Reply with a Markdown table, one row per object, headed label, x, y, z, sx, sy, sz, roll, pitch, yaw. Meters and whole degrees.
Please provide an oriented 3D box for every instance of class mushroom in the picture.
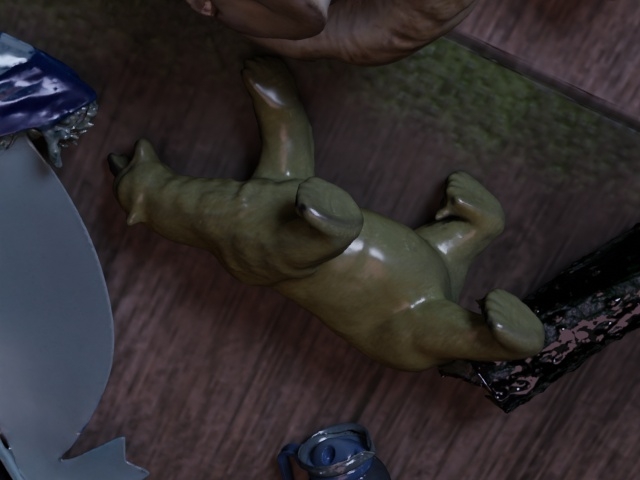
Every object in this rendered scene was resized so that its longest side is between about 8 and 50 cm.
| label | x | y | z | sx | sy | sz | roll | pitch | yaw |
| --- | --- | --- | --- | --- | --- | --- | --- | --- | --- |
| mushroom | -0.003 | -0.138 | 0.523 | 0.166 | 0.166 | 0.127 | 29 | 71 | -13 |

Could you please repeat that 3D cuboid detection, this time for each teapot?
| label | x | y | z | sx | sy | sz | roll | pitch | yaw |
| --- | --- | --- | --- | --- | --- | --- | --- | --- | --- |
| teapot | 0.015 | 0.146 | 0.719 | 0.049 | 0.063 | 0.083 | -27 | 113 | -22 |

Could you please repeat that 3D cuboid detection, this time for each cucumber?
| label | x | y | z | sx | sy | sz | roll | pitch | yaw |
| --- | --- | --- | --- | --- | --- | --- | --- | --- | --- |
| cucumber | 0.146 | 0.032 | 0.662 | 0.181 | 0.053 | 0.053 | -35 | 110 | 12 |

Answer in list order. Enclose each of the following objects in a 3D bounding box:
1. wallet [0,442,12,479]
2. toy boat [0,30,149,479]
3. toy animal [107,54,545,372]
| label | x | y | z | sx | sy | sz | roll | pitch | yaw |
| --- | --- | --- | --- | --- | --- | --- | --- | --- | --- |
| wallet | -0.246 | 0.165 | 0.729 | 0.161 | 0.042 | 0.195 | -37 | 106 | 9 |
| toy boat | -0.180 | 0.033 | 0.643 | 0.220 | 0.067 | 0.291 | -23 | 110 | 5 |
| toy animal | 0.000 | 0.000 | 0.629 | 0.219 | 0.103 | 0.101 | 29 | 129 | -14 |
